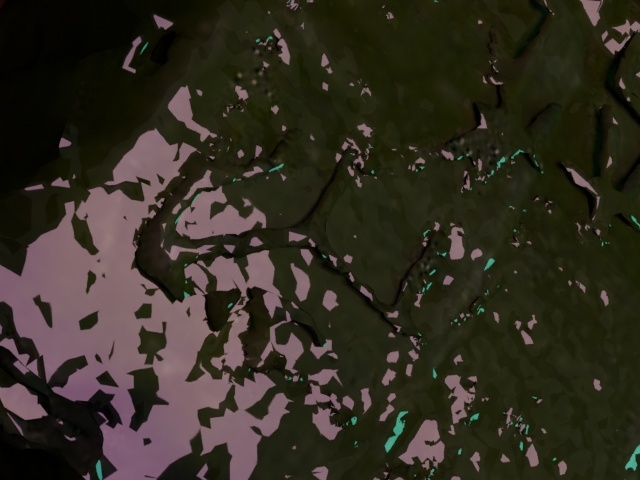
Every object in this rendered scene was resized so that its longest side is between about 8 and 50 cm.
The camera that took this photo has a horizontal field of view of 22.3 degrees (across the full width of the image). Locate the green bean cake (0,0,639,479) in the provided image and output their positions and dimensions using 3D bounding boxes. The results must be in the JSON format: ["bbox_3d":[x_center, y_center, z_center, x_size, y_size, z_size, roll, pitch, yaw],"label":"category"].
[{"bbox_3d":[0.000,0.000,0.429,0.200,0.113,0.214,41,63,-21],"label":"green bean cake"}]
